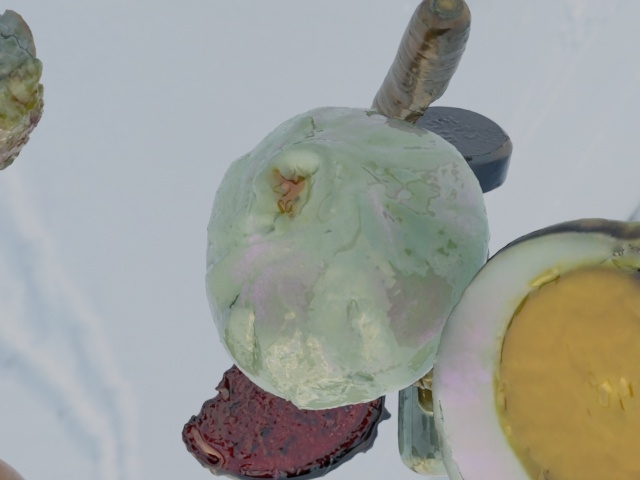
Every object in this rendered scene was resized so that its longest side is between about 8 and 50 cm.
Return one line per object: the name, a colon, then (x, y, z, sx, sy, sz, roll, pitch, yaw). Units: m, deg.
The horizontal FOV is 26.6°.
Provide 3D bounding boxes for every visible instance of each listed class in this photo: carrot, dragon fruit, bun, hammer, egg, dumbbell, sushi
carrot: (0.091, -0.153, 1.455, 0.070, 0.070, 0.342, -48, 174, -27)
dragon fruit: (-0.037, 0.243, 2.088, 0.343, 0.282, 0.100, -50, -163, -10)
bun: (0.000, 0.000, 1.235, 0.293, 0.293, 0.187, -54, 144, 6)
hammer: (0.151, 0.199, 1.776, 0.305, 0.113, 0.202, 66, 23, -73)
egg: (0.237, 0.115, 1.081, 0.174, 0.264, 0.286, -19, 112, -56)
dumbbell: (0.151, -0.044, 1.717, 0.152, 0.152, 0.218, -41, 145, -50)
sushi: (-0.385, -0.123, 1.235, 0.274, 0.184, 0.139, -36, 175, -13)

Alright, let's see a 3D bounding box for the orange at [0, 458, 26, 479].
orange: (-0.487, 0.404, 1.691, 0.312, 0.312, 0.312, -51, 170, -13)
